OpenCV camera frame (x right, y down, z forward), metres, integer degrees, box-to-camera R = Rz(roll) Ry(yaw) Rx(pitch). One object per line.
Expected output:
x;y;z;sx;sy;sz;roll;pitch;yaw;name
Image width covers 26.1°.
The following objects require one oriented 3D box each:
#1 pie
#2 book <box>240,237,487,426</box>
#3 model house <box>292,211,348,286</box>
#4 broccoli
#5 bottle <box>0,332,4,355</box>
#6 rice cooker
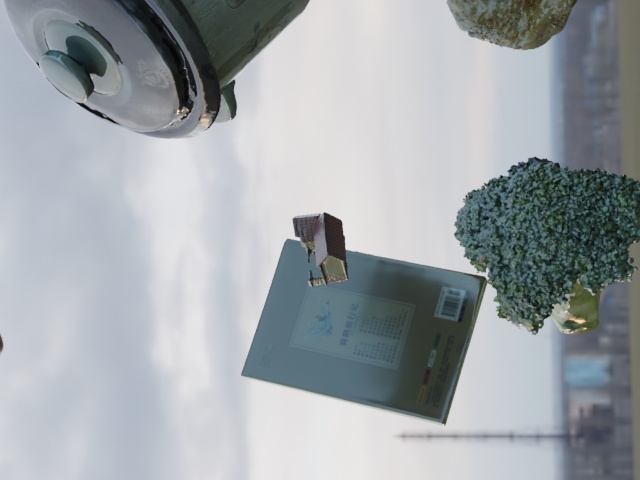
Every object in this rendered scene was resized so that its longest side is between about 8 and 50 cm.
0.215;-0.310;1.574;0.079;0.163;0.194;-7;-95;-73;pie
0.059;0.123;1.931;0.021;0.310;0.217;50;-125;-61;book
0.000;0.000;1.508;0.058;0.057;0.083;71;-168;-53;model house
0.317;0.039;1.931;0.361;0.252;0.221;94;156;-60;broccoli
-0.626;0.100;2.174;0.173;0.206;0.297;-26;-105;-46;bottle
-0.162;-0.250;1.349;0.316;0.264;0.317;-2;-88;-41;rice cooker
